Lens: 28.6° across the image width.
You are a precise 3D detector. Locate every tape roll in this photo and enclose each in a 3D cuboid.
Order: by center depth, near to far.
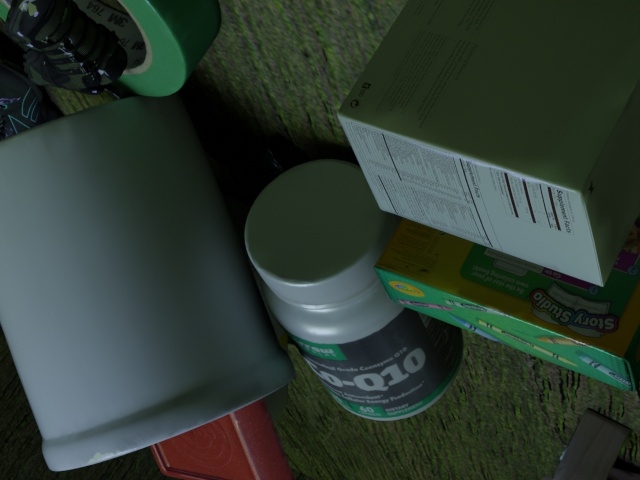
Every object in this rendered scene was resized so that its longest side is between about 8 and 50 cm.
[{"bbox_3d":[-0.264,-0.285,1.358,0.321,0.077,0.321,28,161,10],"label":"tape roll"}]

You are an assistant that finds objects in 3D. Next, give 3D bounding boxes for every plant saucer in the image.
[{"bbox_3d":[-0.181,0.273,1.864,0.258,0.048,0.259,4,126,35],"label":"plant saucer"}]

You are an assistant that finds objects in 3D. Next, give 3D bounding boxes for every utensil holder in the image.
[{"bbox_3d":[-0.246,0.045,1.565,0.327,0.327,0.385,-19,91,66],"label":"utensil holder"}]

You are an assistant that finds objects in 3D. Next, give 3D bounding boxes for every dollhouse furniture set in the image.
[{"bbox_3d":[0.490,0.493,1.884,0.394,0.256,0.362,26,160,13],"label":"dollhouse furniture set"}]

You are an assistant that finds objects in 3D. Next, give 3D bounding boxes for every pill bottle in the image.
[{"bbox_3d":[0.046,0.067,1.569,0.204,0.204,0.361,20,158,30],"label":"pill bottle"}]

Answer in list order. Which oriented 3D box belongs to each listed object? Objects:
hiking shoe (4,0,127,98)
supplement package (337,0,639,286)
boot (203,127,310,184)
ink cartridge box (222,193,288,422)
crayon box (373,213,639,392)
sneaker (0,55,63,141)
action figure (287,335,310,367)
[{"bbox_3d":[-0.253,-0.215,1.304,0.114,0.086,0.227,17,166,0],"label":"hiking shoe"},{"bbox_3d":[0.160,-0.105,0.985,0.203,0.194,0.149,21,159,28],"label":"supplement package"},{"bbox_3d":[-0.077,-0.106,1.569,0.121,0.045,0.099,32,165,-24],"label":"boot"},{"bbox_3d":[-0.202,0.112,1.907,0.279,0.160,0.385,21,133,24],"label":"ink cartridge box"},{"bbox_3d":[0.215,0.021,1.261,0.278,0.165,0.081,20,158,29],"label":"crayon box"},{"bbox_3d":[-0.451,-0.184,1.820,0.101,0.106,0.267,25,165,21],"label":"sneaker"},{"bbox_3d":[0.014,0.173,2.063,0.137,0.063,0.232,-16,159,6],"label":"action figure"}]
